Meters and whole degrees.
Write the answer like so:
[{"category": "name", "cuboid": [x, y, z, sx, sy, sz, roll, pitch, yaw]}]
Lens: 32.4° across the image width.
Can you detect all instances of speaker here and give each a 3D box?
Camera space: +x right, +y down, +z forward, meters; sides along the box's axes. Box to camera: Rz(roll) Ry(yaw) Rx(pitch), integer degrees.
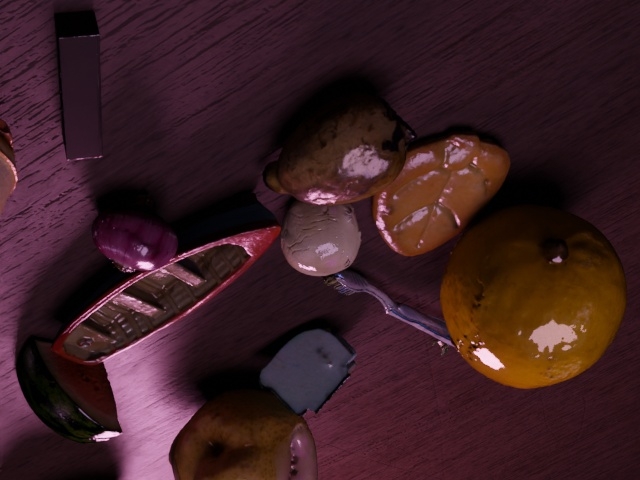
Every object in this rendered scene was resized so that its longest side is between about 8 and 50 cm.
[{"category": "speaker", "cuboid": [-0.269, -0.168, 1.229, 0.046, 0.040, 0.191, -9, 145, -16]}]

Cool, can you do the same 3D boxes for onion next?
[{"category": "onion", "cuboid": [-0.239, -0.010, 1.426, 0.115, 0.105, 0.115, 13, 177, 1]}]

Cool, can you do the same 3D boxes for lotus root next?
[{"category": "lotus root", "cuboid": [0.021, -0.106, 1.404, 0.214, 0.138, 0.138, -27, 147, 29]}]

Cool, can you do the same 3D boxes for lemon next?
[{"category": "lemon", "cuboid": [0.320, 0.085, 1.687, 0.297, 0.297, 0.297, -14, 146, -10]}]

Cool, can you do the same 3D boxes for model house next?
[{"category": "model house", "cuboid": [-0.008, 0.220, 1.869, 0.148, 0.119, 0.148, -49, 168, 2]}]

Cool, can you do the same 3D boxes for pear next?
[{"category": "pear", "cuboid": [-0.127, 0.381, 1.882, 0.271, 0.271, 0.271, -14, 146, -10]}]

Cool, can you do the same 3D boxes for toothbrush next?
[{"category": "toothbrush", "cuboid": [0.148, 0.123, 1.841, 0.042, 0.035, 0.413, -23, 145, 34]}]

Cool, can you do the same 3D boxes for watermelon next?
[{"category": "watermelon", "cuboid": [-0.398, 0.239, 1.672, 0.145, 0.193, 0.137, -36, -172, 24]}]

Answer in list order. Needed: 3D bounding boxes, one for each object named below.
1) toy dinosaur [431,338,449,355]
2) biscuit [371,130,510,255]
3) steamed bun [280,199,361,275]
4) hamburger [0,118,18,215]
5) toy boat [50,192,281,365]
[{"category": "toy dinosaur", "cuboid": [0.247, 0.168, 1.992, 0.120, 0.029, 0.060, -47, 154, 25]}, {"category": "biscuit", "cuboid": [0.169, -0.063, 1.607, 0.202, 0.041, 0.260, -4, 141, -23]}, {"category": "steamed bun", "cuboid": [0.000, 0.000, 1.560, 0.112, 0.091, 0.130, -11, 145, -12]}, {"category": "hamburger", "cuboid": [-0.439, -0.068, 1.188, 0.236, 0.147, 0.237, -4, 148, -3]}, {"category": "toy boat", "cuboid": [-0.215, 0.055, 1.535, 0.392, 0.079, 0.136, -34, 142, 21]}]
